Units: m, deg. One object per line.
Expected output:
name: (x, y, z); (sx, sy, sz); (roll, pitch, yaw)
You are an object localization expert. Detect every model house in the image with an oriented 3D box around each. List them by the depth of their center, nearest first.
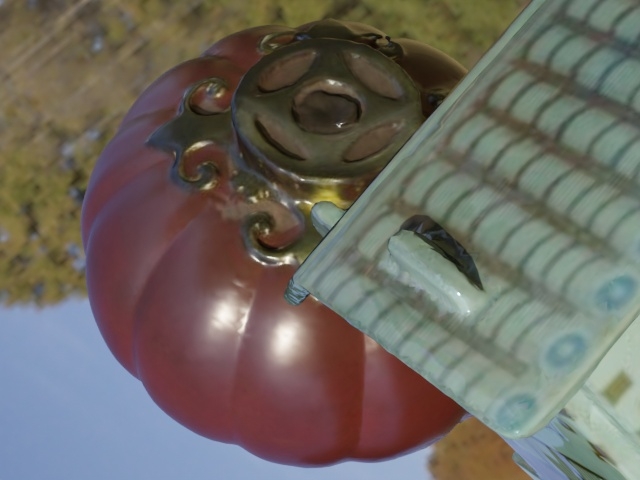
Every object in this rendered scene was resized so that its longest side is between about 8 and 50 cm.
model house: (0.136, -0.003, 0.485); (0.215, 0.224, 0.198); (45, 173, -26)

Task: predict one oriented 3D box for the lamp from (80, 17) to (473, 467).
lamp: (0.000, 0.000, 0.992); (0.257, 0.303, 0.303); (95, 152, -51)
